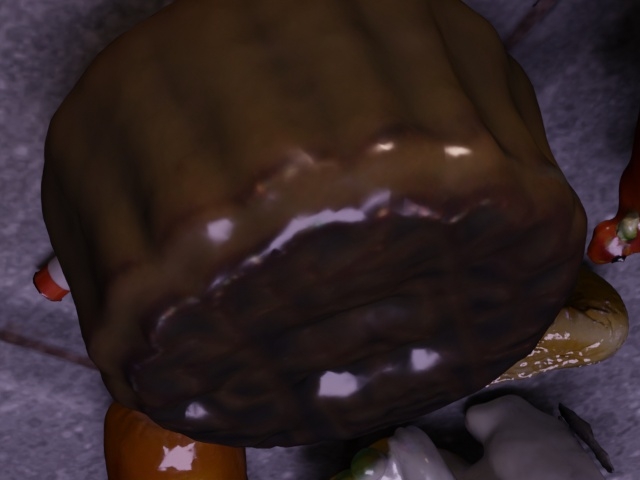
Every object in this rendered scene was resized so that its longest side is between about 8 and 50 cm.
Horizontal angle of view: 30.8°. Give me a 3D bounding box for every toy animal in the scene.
[{"bbox_3d":[0.101,0.277,0.917,0.310,0.247,0.183,-32,163,-9],"label":"toy animal"}]

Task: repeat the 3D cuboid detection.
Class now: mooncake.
[{"bbox_3d":[0.000,0.000,0.646,0.290,0.161,0.290,-14,145,-10],"label":"mooncake"}]

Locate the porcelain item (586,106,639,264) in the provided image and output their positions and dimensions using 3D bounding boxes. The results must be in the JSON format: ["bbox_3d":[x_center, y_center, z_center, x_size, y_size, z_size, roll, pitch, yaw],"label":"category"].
[{"bbox_3d":[0.246,-0.048,0.627,0.253,0.253,0.253,-6,134,-6],"label":"porcelain item"}]

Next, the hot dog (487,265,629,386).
[{"bbox_3d":[0.092,0.062,0.809,0.242,0.084,0.073,-13,135,3],"label":"hot dog"}]

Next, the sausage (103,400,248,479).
[{"bbox_3d":[-0.105,0.206,0.896,0.105,0.105,0.274,-6,134,-5],"label":"sausage"}]

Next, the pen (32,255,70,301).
[{"bbox_3d":[-0.093,-0.034,0.720,0.239,0.028,0.028,-36,129,23],"label":"pen"}]
